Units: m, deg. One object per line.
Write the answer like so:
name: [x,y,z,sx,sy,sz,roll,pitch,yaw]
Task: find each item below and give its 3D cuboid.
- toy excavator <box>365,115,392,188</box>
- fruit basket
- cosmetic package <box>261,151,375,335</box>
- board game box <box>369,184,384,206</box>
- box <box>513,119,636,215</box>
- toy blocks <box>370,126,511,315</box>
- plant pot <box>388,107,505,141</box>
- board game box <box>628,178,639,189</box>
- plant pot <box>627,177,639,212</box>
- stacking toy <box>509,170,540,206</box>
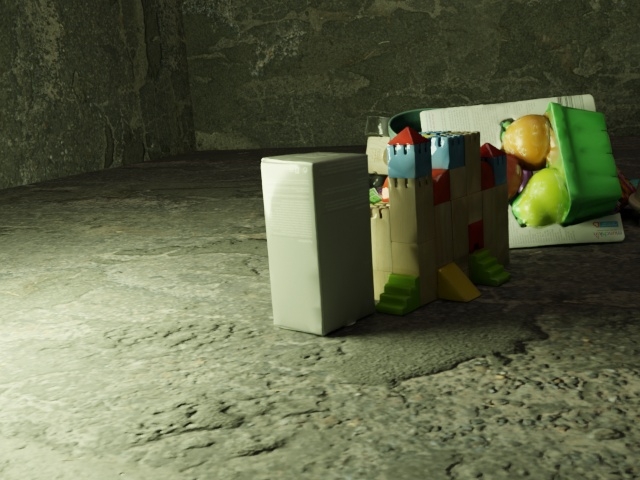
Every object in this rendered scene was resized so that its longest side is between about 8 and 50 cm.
toy excavator: [0.296,-0.226,2.198,0.445,0.222,0.433,4,3,-40]
fruit basket: [0.388,-0.129,1.473,0.353,0.326,0.165,-7,-25,9]
cosmetic package: [0.000,0.000,1.041,0.107,0.237,0.127,9,15,39]
board game box: [0.215,-0.086,1.591,0.260,0.030,0.136,-13,46,15]
box: [0.572,-0.184,1.658,0.057,0.293,0.201,-44,-13,34]
toy blocks: [0.194,-0.061,1.199,0.191,0.260,0.381,6,15,40]
plant pot: [0.304,-0.182,1.811,0.293,0.196,0.293,1,27,-1]
board game box: [0.800,-0.130,1.887,0.126,0.026,0.186,-2,12,6]
plant pot: [0.808,-0.205,1.480,0.334,0.305,0.334,1,17,0]
stacking toy: [0.337,-0.088,1.643,0.331,0.141,0.141,-7,11,16]
